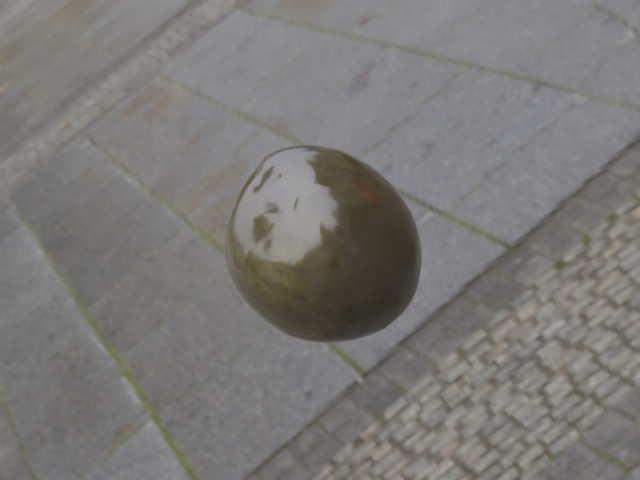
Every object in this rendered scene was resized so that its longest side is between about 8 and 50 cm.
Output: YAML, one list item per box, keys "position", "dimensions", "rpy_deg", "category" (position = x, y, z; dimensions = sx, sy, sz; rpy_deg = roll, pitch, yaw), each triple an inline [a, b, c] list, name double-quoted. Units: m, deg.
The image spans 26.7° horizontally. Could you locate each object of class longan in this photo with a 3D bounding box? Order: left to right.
- position: [0.000, 0.000, 1.492]
  dimensions: [0.246, 0.246, 0.215]
  rpy_deg: [-6, 34, 50]
  category: "longan"
